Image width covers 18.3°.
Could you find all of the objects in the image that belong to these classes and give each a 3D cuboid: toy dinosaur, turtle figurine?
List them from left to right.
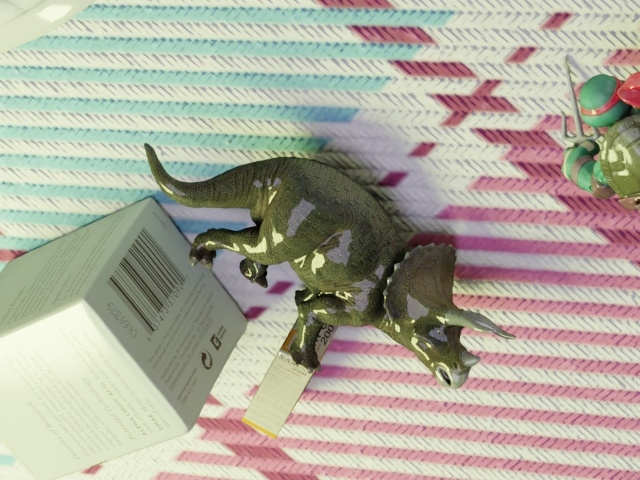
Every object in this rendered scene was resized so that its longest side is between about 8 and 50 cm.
[{"bbox_3d":[0.000,0.000,1.600,0.313,0.121,0.160,45,117,-8],"label":"toy dinosaur"},{"bbox_3d":[0.247,-0.065,1.435,0.175,0.118,0.234,-27,117,35],"label":"turtle figurine"}]

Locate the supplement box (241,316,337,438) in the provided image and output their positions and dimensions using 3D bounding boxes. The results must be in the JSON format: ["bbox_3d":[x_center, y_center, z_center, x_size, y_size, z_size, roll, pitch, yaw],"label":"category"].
[{"bbox_3d":[-0.027,0.115,1.710,0.036,0.062,0.098,29,131,1],"label":"supplement box"}]

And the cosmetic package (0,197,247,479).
[{"bbox_3d":[-0.193,0.088,1.700,0.183,0.151,0.151,-22,115,35],"label":"cosmetic package"}]

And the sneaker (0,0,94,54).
[{"bbox_3d":[-0.252,-0.240,1.507,0.292,0.108,0.169,-23,117,35],"label":"sneaker"}]
